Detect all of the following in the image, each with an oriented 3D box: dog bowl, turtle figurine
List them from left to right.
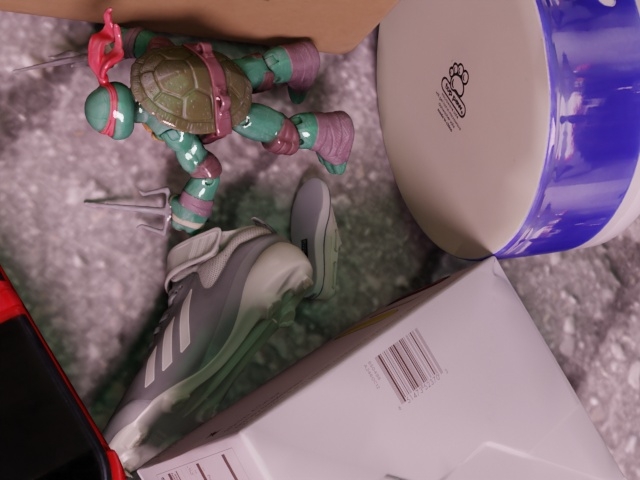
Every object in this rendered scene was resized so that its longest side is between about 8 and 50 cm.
[{"bbox_3d":[-0.096,-0.094,0.800,0.234,0.118,0.175,-8,80,-30],"label":"turtle figurine"},{"bbox_3d":[0.144,-0.118,0.818,0.104,0.265,0.264,-8,80,-22],"label":"dog bowl"}]

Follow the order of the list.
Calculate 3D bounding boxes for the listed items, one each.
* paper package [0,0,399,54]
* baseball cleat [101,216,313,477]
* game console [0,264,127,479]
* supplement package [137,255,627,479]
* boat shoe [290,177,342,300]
[{"bbox_3d":[-0.070,-0.275,0.744,0.325,0.309,0.168,4,75,-21],"label":"paper package"},{"bbox_3d":[-0.097,0.072,0.785,0.206,0.072,0.109,-45,56,-9],"label":"baseball cleat"},{"bbox_3d":[-0.342,0.130,0.622,0.387,0.060,0.342,-26,64,-27],"label":"game console"},{"bbox_3d":[0.050,0.166,0.742,0.262,0.145,0.204,-30,89,-41],"label":"supplement package"},{"bbox_3d":[0.000,0.000,0.859,0.035,0.035,0.100,19,63,-46],"label":"boat shoe"}]
